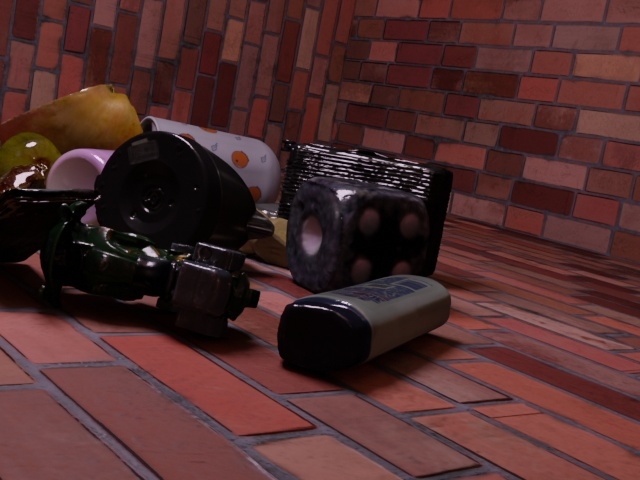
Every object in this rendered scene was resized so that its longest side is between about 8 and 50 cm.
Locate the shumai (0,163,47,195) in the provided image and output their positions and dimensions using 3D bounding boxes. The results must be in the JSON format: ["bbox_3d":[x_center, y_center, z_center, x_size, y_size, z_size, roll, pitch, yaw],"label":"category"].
[{"bbox_3d":[-0.555,-0.082,1.534,0.139,0.105,0.123,-17,-11,43],"label":"shumai"}]

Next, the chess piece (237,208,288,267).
[{"bbox_3d":[-0.075,0.002,1.550,0.200,0.090,0.090,19,11,39],"label":"chess piece"}]

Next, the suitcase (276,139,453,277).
[{"bbox_3d":[0.079,-0.065,1.709,0.335,0.230,0.152,13,8,22],"label":"suitcase"}]

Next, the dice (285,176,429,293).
[{"bbox_3d":[0.058,-0.004,1.407,0.183,0.182,0.181,5,11,-33],"label":"dice"}]

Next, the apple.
[{"bbox_3d":[-0.513,-0.214,1.841,0.314,0.252,0.309,29,-11,-27],"label":"apple"}]

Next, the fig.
[{"bbox_3d":[-0.576,-0.123,1.688,0.142,0.148,0.186,46,-26,-4],"label":"fig"}]

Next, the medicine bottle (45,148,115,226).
[{"bbox_3d":[-0.376,-0.093,1.601,0.152,0.152,0.254,13,8,18],"label":"medicine bottle"}]

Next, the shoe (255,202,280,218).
[{"bbox_3d":[0.004,-0.076,1.920,0.336,0.171,0.132,10,8,-5],"label":"shoe"}]

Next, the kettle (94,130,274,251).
[{"bbox_3d":[-0.218,-0.042,1.397,0.250,0.207,0.271,-21,-14,21],"label":"kettle"}]

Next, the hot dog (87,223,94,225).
[{"bbox_3d":[-0.362,-0.004,1.416,0.044,0.028,0.137,37,-7,-35],"label":"hot dog"}]

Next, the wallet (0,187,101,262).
[{"bbox_3d":[-0.376,-0.014,1.071,0.122,0.031,0.232,-2,-16,-43],"label":"wallet"}]

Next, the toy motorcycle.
[{"bbox_3d":[-0.212,0.034,1.000,0.274,0.125,0.187,13,-1,17],"label":"toy motorcycle"}]

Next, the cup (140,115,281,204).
[{"bbox_3d":[-0.262,-0.151,1.985,0.317,0.212,0.212,8,7,-31],"label":"cup"}]

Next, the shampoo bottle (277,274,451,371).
[{"bbox_3d":[0.052,0.094,1.070,0.134,0.078,0.359,10,7,24],"label":"shampoo bottle"}]
